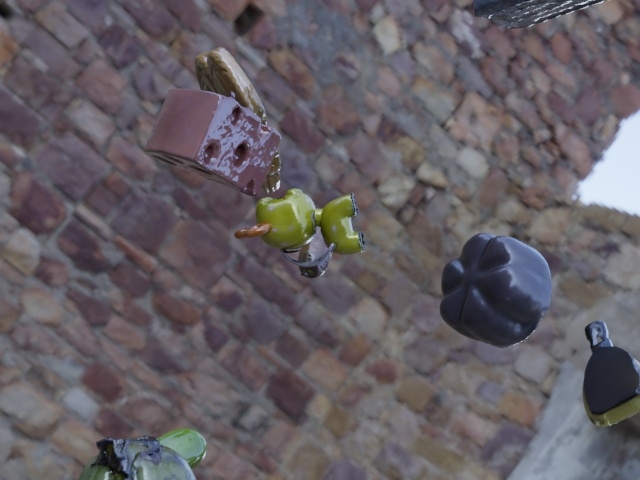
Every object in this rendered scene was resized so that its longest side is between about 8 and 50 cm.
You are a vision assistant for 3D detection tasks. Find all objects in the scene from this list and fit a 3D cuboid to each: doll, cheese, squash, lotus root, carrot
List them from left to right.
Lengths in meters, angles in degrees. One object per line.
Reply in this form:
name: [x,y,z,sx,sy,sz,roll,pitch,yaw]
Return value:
lotus root: [-0.232,0.406,1.430,0.173,0.173,0.309,90,-7,-81]
squash: [-0.253,0.334,1.624,0.066,0.201,0.066,35,-42,39]
cheese: [-0.195,-0.175,1.800,0.177,0.128,0.203,19,-4,29]
doll: [-0.037,-0.022,1.923,0.143,0.220,0.135,-55,137,-86]
carrot: [0.000,0.000,2.109,0.060,0.186,0.060,8,-49,10]
cheese: [0.358,0.157,1.391,0.036,0.086,0.162,45,23,-29]

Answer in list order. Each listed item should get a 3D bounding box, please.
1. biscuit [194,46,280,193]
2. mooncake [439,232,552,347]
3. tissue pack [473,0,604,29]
biscuit: [-0.165,-0.227,2.126,0.269,0.051,0.376,56,-14,19]
mooncake: [0.360,0.101,2.326,0.133,0.245,0.245,27,0,-29]
tissue pack: [0.382,-0.476,1.510,0.124,0.288,0.394,12,-16,-41]
